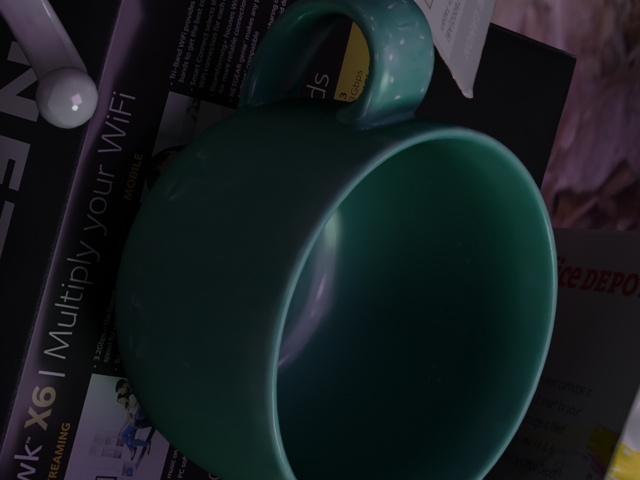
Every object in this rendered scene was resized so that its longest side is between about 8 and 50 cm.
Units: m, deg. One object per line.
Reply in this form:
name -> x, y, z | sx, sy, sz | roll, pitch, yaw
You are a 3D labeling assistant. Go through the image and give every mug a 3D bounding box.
mug -> 0.004, 0.007, 0.602 | 0.129, 0.097, 0.157 | 31, 80, -45

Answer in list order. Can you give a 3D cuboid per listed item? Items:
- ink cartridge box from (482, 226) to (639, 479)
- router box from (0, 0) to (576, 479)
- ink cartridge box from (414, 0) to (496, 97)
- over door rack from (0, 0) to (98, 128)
ink cartridge box -> 0.153, 0.129, 0.827 | 0.168, 0.171, 0.232 | 23, 86, -17
router box -> -0.040, 0.045, 0.702 | 0.243, 0.081, 0.308 | 14, 93, -47
ink cartridge box -> 0.007, -0.185, 0.658 | 0.224, 0.056, 0.181 | 56, 41, -43
over door rack -> -0.129, -0.137, 0.445 | 0.239, 0.108, 0.324 | -29, 134, -1
